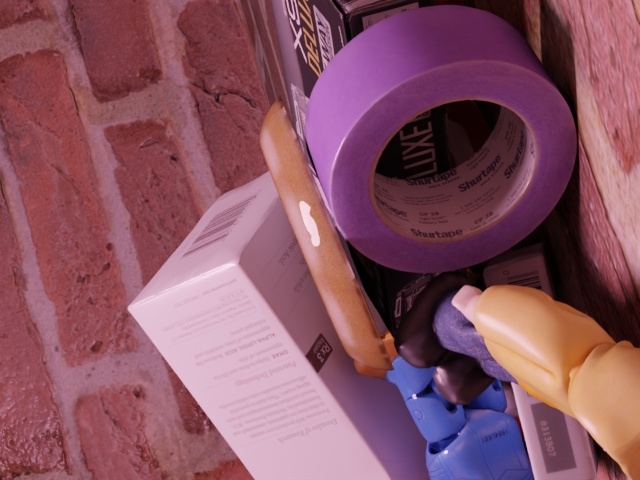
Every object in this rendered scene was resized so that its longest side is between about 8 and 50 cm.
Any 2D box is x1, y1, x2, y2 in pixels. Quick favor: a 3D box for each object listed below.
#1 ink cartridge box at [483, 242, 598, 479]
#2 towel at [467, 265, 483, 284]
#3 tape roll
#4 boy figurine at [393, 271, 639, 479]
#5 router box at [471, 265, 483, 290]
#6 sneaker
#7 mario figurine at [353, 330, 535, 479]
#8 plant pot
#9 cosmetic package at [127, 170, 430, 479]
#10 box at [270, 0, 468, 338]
[{"bbox_3d":[0.193,0.095,1.430,0.232,0.066,0.189,-24,-81,-75],"label":"ink cartridge box"},{"bbox_3d":[0.122,-0.012,1.576,0.237,0.021,0.102,25,-134,-79],"label":"towel"},{"bbox_3d":[0.088,-0.073,1.229,0.080,0.189,0.189,-111,9,-50],"label":"tape roll"},{"bbox_3d":[0.171,0.099,1.174,0.177,0.092,0.285,45,170,-26],"label":"boy figurine"},{"bbox_3d":[0.120,-0.010,1.770,0.133,0.046,0.179,95,160,-73],"label":"router box"},{"bbox_3d":[0.091,-0.153,1.512,0.128,0.087,0.221,-144,41,-79],"label":"sneaker"},{"bbox_3d":[0.130,0.229,1.533,0.170,0.198,0.321,87,161,-83],"label":"mario figurine"},{"bbox_3d":[0.000,0.000,1.330,0.236,0.032,0.236,-23,-90,-90],"label":"plant pot"},{"bbox_3d":[0.013,0.135,1.637,0.385,0.156,0.217,53,-142,-16],"label":"cosmetic package"},{"bbox_3d":[0.035,-0.111,1.398,0.242,0.076,0.307,-122,18,-53],"label":"box"}]
